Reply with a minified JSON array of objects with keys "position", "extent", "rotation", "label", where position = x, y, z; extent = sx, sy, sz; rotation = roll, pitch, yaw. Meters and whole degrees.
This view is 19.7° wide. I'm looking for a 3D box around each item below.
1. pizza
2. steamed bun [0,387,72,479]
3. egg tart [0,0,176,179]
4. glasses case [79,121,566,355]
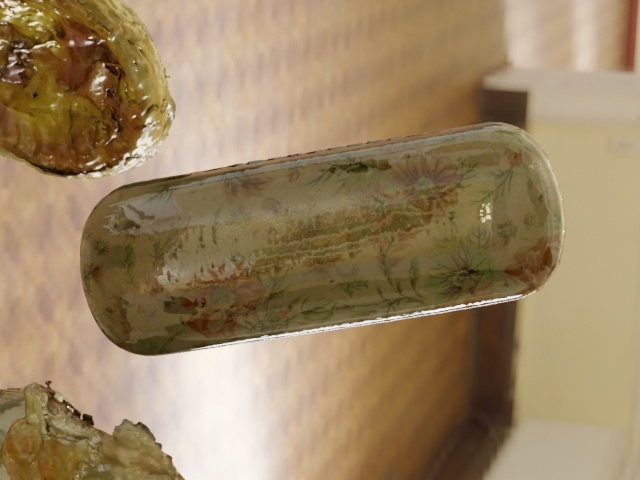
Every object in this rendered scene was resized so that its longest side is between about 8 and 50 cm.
[{"position":[-0.195,0.239,1.654],"extent":[0.089,0.323,0.223],"rotation":[-47,133,-28],"label":"pizza"},{"position":[-0.370,0.235,1.911],"extent":[0.218,0.211,0.144],"rotation":[-15,96,-38],"label":"steamed bun"},{"position":[-0.277,-0.196,1.967],"extent":[0.115,0.290,0.290],"rotation":[-61,152,-45],"label":"egg tart"},{"position":[0.000,0.000,1.598],"extent":[0.098,0.425,0.156],"rotation":[-58,138,-78],"label":"glasses case"}]
